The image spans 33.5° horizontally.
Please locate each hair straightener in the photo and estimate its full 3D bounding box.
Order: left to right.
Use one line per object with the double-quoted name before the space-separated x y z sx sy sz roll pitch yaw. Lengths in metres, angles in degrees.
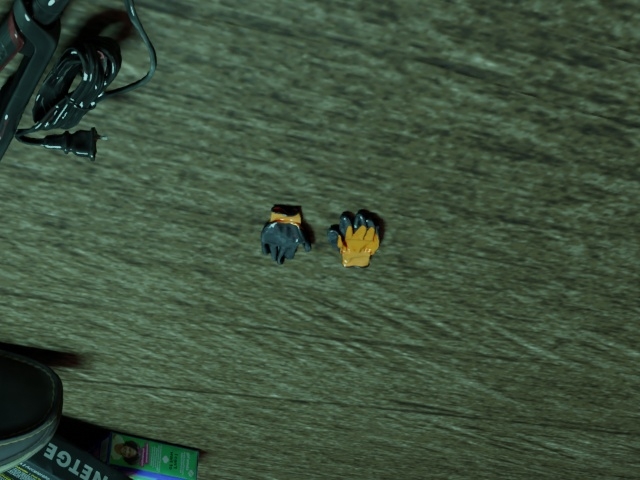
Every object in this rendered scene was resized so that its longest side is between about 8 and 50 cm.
"hair straightener" -0.152 -0.081 0.578 0.089 0.047 0.230 21 142 -31

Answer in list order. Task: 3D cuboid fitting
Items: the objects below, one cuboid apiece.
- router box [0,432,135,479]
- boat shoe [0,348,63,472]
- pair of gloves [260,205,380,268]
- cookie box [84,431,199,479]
"router box" -0.305 0.242 1.117 0.179 0.046 0.133 38 138 -25
"boat shoe" -0.381 0.118 0.853 0.355 0.132 0.130 6 145 -23
"pair of gloves" 0.000 0.000 0.741 0.083 0.010 0.074 4 152 -2
"cookie box" -0.203 0.252 1.182 0.107 0.040 0.092 18 147 -27
